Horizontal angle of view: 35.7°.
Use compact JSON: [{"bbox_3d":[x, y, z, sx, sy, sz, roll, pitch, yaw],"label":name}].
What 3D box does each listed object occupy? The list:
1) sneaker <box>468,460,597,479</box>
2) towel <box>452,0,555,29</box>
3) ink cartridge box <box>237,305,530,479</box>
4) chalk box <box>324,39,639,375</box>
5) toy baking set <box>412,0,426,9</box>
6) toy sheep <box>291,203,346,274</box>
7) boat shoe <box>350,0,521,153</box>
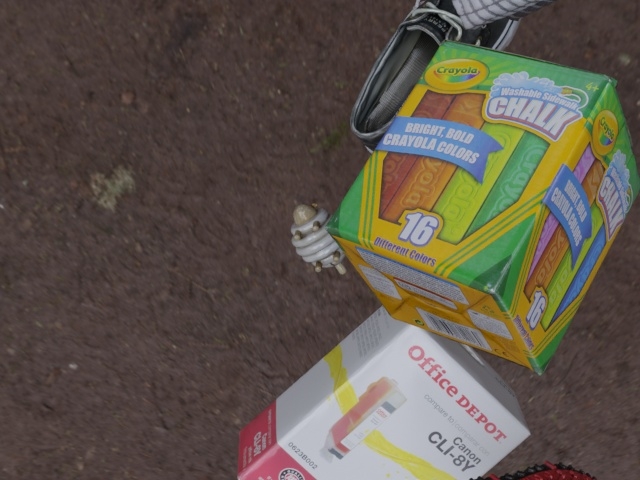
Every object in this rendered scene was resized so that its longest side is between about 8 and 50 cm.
[{"bbox_3d":[0.285,0.383,1.364,0.262,0.104,0.125,0,115,-20],"label":"sneaker"},{"bbox_3d":[0.185,-0.358,0.893,0.121,0.235,0.283,-18,94,-22],"label":"towel"},{"bbox_3d":[0.097,0.310,1.599,0.385,0.160,0.279,-43,104,11],"label":"ink cartridge box"},{"bbox_3d":[0.174,-0.059,0.924,0.180,0.179,0.288,19,71,35],"label":"chalk box"},{"bbox_3d":[0.266,-0.429,1.692,0.197,0.030,0.256,8,60,21],"label":"toy baking set"},{"bbox_3d":[0.000,0.000,1.512,0.091,0.091,0.132,-31,108,-5],"label":"toy sheep"},{"bbox_3d":[0.157,-0.250,1.268,0.121,0.119,0.335,33,98,20],"label":"boat shoe"}]
